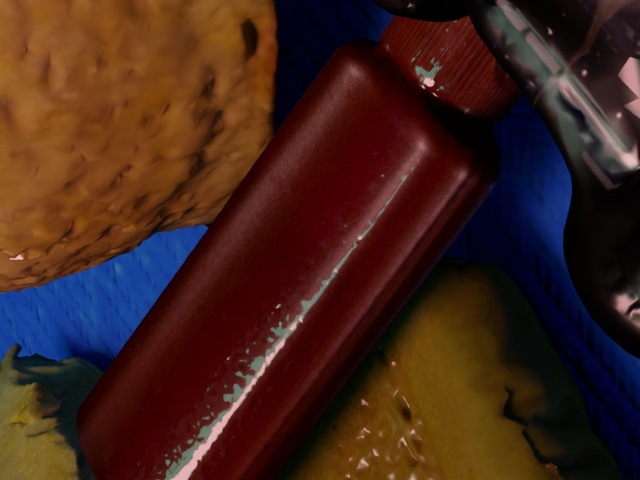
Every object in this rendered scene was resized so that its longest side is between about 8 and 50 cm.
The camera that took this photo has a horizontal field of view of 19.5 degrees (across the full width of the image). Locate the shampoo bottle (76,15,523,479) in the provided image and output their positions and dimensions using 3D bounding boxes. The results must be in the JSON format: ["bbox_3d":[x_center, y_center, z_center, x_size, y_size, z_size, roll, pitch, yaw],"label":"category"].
[{"bbox_3d":[0.000,0.000,0.750,0.260,0.064,0.102,-54,39,14],"label":"shampoo bottle"}]

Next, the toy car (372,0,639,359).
[{"bbox_3d":[0.125,-0.105,0.608,0.193,0.118,0.301,-44,74,38],"label":"toy car"}]

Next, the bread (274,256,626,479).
[{"bbox_3d":[0.091,0.186,0.753,0.166,0.112,0.383,-40,61,27],"label":"bread"}]

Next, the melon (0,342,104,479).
[{"bbox_3d":[-0.082,0.157,0.963,0.323,0.196,0.124,24,101,53],"label":"melon"}]

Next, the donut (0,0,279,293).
[{"bbox_3d":[-0.179,-0.149,0.809,0.377,0.163,0.435,52,156,16],"label":"donut"}]
